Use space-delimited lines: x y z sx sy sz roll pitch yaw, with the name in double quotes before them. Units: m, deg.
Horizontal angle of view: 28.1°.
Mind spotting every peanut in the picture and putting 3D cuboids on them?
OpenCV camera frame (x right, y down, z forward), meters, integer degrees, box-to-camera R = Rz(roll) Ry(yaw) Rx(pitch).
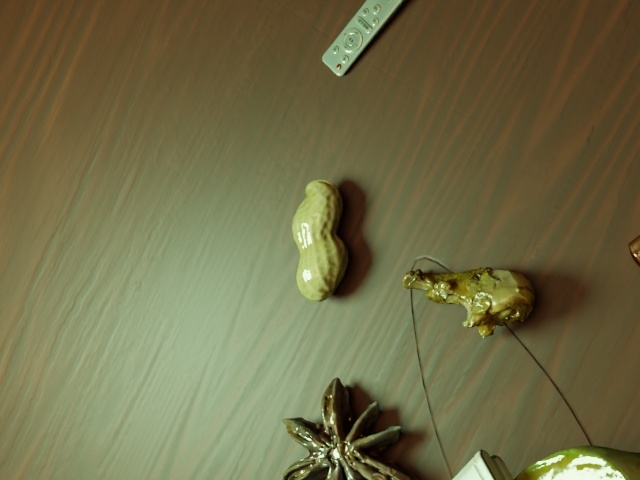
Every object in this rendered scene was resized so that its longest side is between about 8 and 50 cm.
"peanut" 0.000 0.000 1.936 0.082 0.082 0.187 -9 78 23

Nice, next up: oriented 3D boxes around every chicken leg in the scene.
"chicken leg" 0.207 0.081 1.827 0.207 0.085 0.101 9 73 34

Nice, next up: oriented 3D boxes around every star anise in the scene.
"star anise" 0.038 0.323 1.869 0.236 0.093 0.229 14 83 21

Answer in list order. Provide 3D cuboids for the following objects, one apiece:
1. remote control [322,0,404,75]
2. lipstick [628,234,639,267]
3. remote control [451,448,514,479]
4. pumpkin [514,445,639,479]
"remote control" 0.075 -0.336 1.977 0.184 0.027 0.050 -50 65 16
"lipstick" 0.536 -0.066 1.698 0.300 0.081 0.081 -39 69 13
"remote control" 0.234 0.394 1.561 0.103 0.055 0.277 -51 40 21
"pumpkin" 0.351 0.404 1.599 0.332 0.199 0.332 -25 49 32
